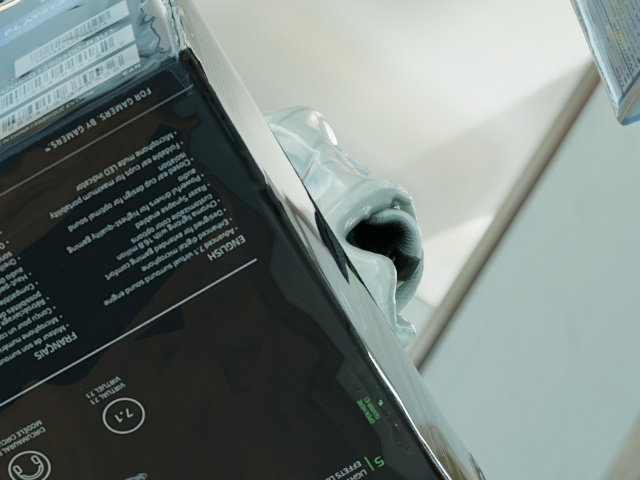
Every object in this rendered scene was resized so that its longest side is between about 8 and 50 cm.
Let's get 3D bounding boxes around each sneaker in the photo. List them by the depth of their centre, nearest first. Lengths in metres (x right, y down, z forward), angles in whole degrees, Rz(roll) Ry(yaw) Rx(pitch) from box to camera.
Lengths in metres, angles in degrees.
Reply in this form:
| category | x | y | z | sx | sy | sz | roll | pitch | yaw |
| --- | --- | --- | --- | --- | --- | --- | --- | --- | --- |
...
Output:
| category | x | y | z | sx | sy | sz | roll | pitch | yaw |
| --- | --- | --- | --- | --- | --- | --- | --- | --- | --- |
| sneaker | 0.000 | 0.000 | 0.900 | 0.292 | 0.118 | 0.110 | -82 | 150 | -64 |

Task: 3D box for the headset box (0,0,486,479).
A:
| category | x | y | z | sx | sy | sz | roll | pitch | yaw |
| --- | --- | --- | --- | --- | --- | --- | --- | --- | --- |
| headset box | -0.087 | 0.083 | 0.589 | 0.283 | 0.246 | 0.131 | 57 | 6 | -28 |

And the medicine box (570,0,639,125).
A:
| category | x | y | z | sx | sy | sz | roll | pitch | yaw |
| --- | --- | --- | --- | --- | --- | --- | --- | --- | --- |
| medicine box | 0.216 | -0.242 | 0.987 | 0.289 | 0.149 | 0.263 | 95 | -24 | -79 |
